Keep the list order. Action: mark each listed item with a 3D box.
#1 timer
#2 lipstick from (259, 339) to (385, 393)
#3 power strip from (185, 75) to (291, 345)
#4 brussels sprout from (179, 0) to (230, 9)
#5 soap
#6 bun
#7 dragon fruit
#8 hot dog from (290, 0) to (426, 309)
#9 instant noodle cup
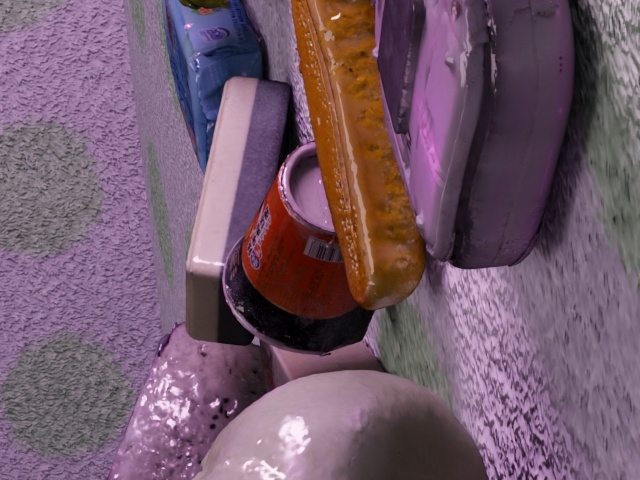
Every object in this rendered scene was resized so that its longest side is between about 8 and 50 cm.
[{"bbox_3d":[0.074,-0.097,0.885,0.208,0.069,0.191,93,167,-51],"label":"timer"},{"bbox_3d":[0.024,0.151,1.318,0.371,0.079,0.076,-125,29,-69],"label":"lipstick"},{"bbox_3d":[-0.073,-0.034,1.528,0.105,0.070,0.257,96,-177,-49],"label":"power strip"},{"bbox_3d":[-0.105,-0.296,1.529,0.145,0.131,0.183,62,179,-29],"label":"brussels sprout"},{"bbox_3d":[-0.115,-0.192,1.787,0.293,0.077,0.156,-111,15,-51],"label":"soap"},{"bbox_3d":[-0.014,0.219,1.004,0.293,0.187,0.293,19,-112,-59],"label":"bun"},{"bbox_3d":[-0.078,0.214,1.648,0.283,0.203,0.221,77,-150,-79],"label":"dragon fruit"},{"bbox_3d":[0.025,-0.095,1.156,0.088,0.061,0.286,148,112,-78],"label":"hot dog"},{"bbox_3d":[-0.002,-0.001,1.256,0.136,0.127,0.127,111,150,-54],"label":"instant noodle cup"}]
